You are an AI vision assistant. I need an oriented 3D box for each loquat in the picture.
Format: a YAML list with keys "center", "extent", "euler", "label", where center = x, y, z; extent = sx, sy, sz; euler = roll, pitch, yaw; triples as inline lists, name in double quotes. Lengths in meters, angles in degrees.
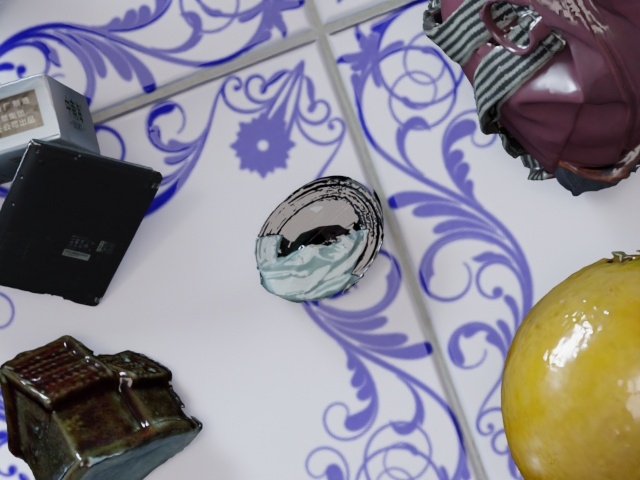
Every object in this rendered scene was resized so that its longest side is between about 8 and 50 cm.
- center: [0.285, 0.133, 1.548]
  extent: [0.263, 0.263, 0.263]
  euler: [0, 87, 7]
  label: "loquat"

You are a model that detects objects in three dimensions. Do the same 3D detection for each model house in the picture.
- center: [-0.218, 0.161, 1.700]
  extent: [0.165, 0.106, 0.152]
  euler: [-21, 70, -30]
  label: "model house"

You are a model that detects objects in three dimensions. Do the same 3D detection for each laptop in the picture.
- center: [-0.236, -0.013, 1.667]
  extent: [0.129, 0.016, 0.180]
  euler: [13, 129, -22]
  label: "laptop"

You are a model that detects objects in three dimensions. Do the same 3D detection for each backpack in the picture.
- center: [0.201, -0.183, 1.545]
  extent: [0.197, 0.317, 0.283]
  euler: [-28, 85, 4]
  label: "backpack"

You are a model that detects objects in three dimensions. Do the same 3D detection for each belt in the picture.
- center: [0.000, 0.000, 1.691]
  extent: [0.140, 0.058, 0.105]
  euler: [-38, 89, 0]
  label: "belt"

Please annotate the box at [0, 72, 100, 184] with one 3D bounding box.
- center: [-0.344, -0.084, 1.691]
  extent: [0.243, 0.155, 0.067]
  euler: [-16, 83, 5]
  label: "box"
